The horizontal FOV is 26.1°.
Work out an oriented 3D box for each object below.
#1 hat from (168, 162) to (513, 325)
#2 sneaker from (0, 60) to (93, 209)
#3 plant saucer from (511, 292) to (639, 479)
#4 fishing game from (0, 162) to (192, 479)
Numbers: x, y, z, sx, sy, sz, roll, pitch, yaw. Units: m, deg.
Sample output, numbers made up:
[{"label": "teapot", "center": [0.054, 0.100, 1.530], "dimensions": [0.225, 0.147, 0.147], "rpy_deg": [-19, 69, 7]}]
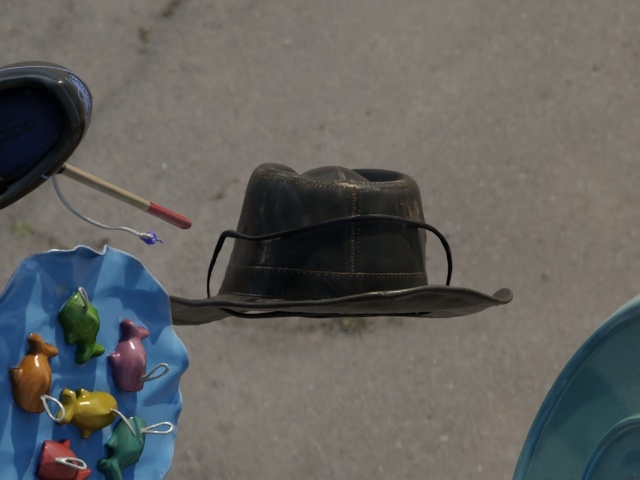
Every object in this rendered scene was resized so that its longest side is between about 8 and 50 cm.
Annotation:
[{"label": "hat", "center": [0.000, 0.000, 1.139], "dimensions": [0.331, 0.331, 0.134], "rpy_deg": [-3, 86, 5]}, {"label": "sneaker", "center": [-0.229, -0.030, 0.744], "dimensions": [0.232, 0.081, 0.090], "rpy_deg": [-33, 12, -9]}, {"label": "plant saucer", "center": [0.188, 0.155, 0.797], "dimensions": [0.043, 0.317, 0.318], "rpy_deg": [20, 46, -18]}, {"label": "fishing game", "center": [-0.134, 0.089, 0.821], "dimensions": [0.041, 0.189, 0.264], "rpy_deg": [-2, 72, 34]}]
